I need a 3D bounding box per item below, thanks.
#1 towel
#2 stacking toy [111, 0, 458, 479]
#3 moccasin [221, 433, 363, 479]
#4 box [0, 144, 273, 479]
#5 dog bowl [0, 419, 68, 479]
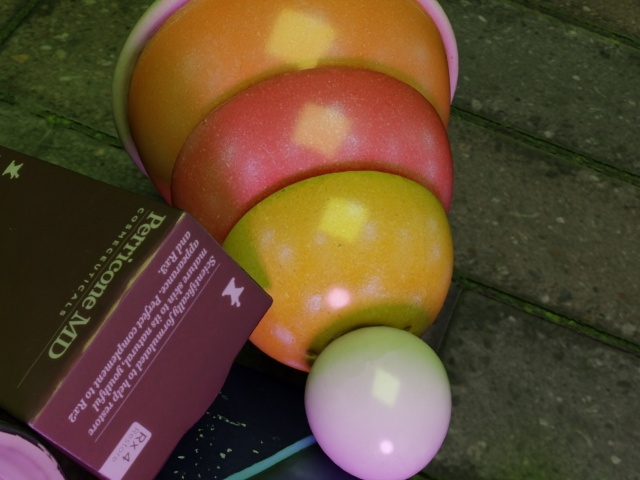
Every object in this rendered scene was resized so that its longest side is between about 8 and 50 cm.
[{"bbox_3d":[-0.075,0.262,0.968,0.228,0.076,0.308,22,51,-3],"label":"towel"},{"bbox_3d":[0.000,0.000,0.981,0.351,0.350,0.480,-2,49,-12],"label":"stacking toy"},{"bbox_3d":[-0.082,0.257,0.835,0.342,0.137,0.117,-25,72,-31],"label":"moccasin"},{"bbox_3d":[-0.245,0.043,0.922,0.381,0.143,0.191,18,67,41],"label":"box"},{"bbox_3d":[-0.359,0.263,0.716,0.150,0.408,0.408,28,52,26],"label":"dog bowl"}]
